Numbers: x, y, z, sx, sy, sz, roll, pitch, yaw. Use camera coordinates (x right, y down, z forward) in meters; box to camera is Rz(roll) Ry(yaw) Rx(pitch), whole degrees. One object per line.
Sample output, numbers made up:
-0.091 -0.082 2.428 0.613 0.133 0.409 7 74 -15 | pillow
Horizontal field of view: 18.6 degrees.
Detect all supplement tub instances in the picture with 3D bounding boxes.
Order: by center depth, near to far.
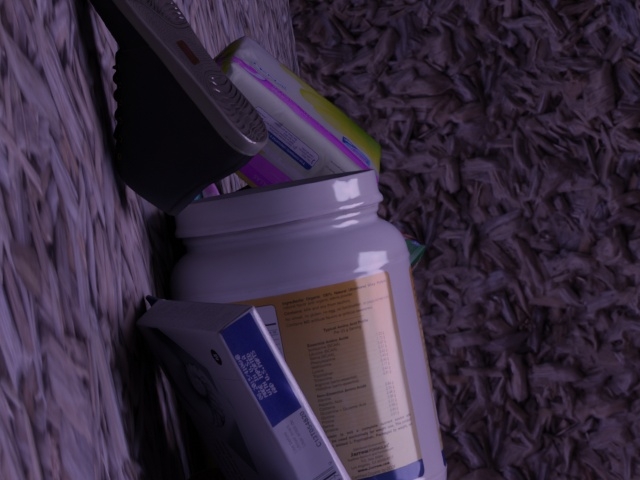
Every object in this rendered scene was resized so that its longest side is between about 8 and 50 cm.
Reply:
-0.016 0.103 1.822 0.228 0.228 0.316 -48 128 -85 | supplement tub

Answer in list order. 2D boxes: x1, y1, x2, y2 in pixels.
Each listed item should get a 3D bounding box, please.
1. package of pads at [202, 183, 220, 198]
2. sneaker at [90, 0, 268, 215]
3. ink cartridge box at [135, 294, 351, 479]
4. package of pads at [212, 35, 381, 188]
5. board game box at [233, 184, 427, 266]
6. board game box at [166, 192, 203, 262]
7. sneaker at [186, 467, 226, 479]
-0.110 -0.019 2.063 0.050 0.032 0.083 78 -14 -66 | package of pads
-0.155 -0.131 1.639 0.222 0.118 0.083 53 23 5 | sneaker
-0.066 0.150 1.599 0.223 0.045 0.224 61 -23 -14 | ink cartridge box
-0.044 -0.118 2.210 0.229 0.101 0.296 39 11 -6 | package of pads
0.000 0.000 2.247 0.046 0.213 0.317 -66 173 12 | board game box
-0.134 -0.035 1.944 0.126 0.026 0.186 -89 168 -69 | board game box
-0.075 0.290 1.660 0.192 0.064 0.086 -101 173 -46 | sneaker
